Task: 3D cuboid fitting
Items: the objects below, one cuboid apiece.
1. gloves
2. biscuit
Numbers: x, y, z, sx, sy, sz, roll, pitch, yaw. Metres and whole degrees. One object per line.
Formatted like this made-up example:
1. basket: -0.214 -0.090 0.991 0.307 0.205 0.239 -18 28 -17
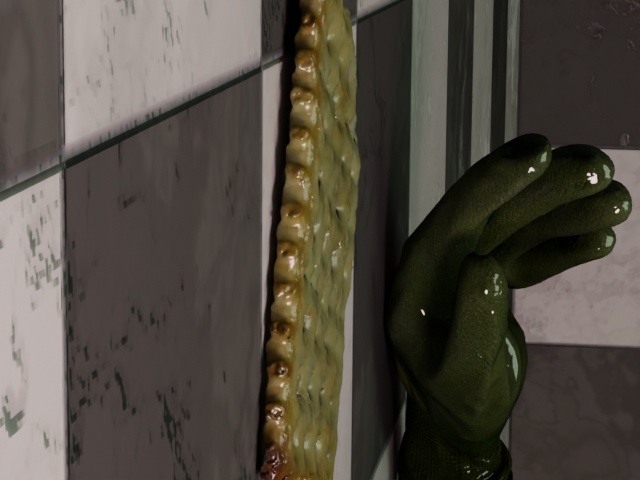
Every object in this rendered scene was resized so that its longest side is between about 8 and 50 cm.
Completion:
1. gloves: 0.088 0.047 1.104 0.135 0.107 0.268 -64 173 -52
2. biscuit: -0.001 0.000 0.783 0.144 0.016 0.203 55 38 -76
